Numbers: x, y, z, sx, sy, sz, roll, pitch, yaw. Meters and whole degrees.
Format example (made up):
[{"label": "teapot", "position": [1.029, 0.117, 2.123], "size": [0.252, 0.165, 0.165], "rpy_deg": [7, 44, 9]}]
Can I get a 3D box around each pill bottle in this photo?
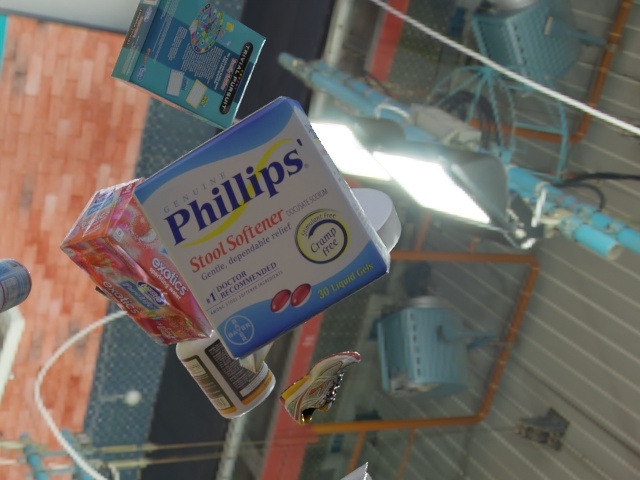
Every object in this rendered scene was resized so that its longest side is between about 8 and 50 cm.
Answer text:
[{"label": "pill bottle", "position": [-0.560, 0.086, 1.581], "size": [0.160, 0.087, 0.087], "rpy_deg": [-43, 144, -76]}, {"label": "pill bottle", "position": [-0.245, 0.275, 2.251], "size": [0.162, 0.162, 0.278], "rpy_deg": [-14, -66, 56]}]

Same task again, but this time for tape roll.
[{"label": "tape roll", "position": [0.000, 0.000, 2.216], "size": [0.392, 0.392, 0.072], "rpy_deg": [19, -43, 56]}]

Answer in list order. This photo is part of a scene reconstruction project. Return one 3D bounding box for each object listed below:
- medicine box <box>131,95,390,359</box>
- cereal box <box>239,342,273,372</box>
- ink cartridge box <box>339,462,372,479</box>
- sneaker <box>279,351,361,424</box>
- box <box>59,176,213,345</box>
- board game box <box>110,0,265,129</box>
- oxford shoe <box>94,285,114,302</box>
[{"label": "medicine box", "position": [-0.080, -0.021, 1.378], "size": [0.289, 0.263, 0.149], "rpy_deg": [59, 7, -3]}, {"label": "cereal box", "position": [-0.116, 0.156, 1.948], "size": [0.173, 0.047, 0.240], "rpy_deg": [-60, 168, -24]}, {"label": "ink cartridge box", "position": [0.006, 0.666, 2.287], "size": [0.066, 0.296, 0.261], "rpy_deg": [57, 3, 6]}, {"label": "sneaker", "position": [0.013, 0.325, 2.090], "size": [0.225, 0.088, 0.092], "rpy_deg": [-45, -116, 25]}, {"label": "box", "position": [-0.315, 0.045, 1.768], "size": [0.142, 0.300, 0.154], "rpy_deg": [-12, -140, 36]}, {"label": "board game box", "position": [-0.309, -0.440, 2.247], "size": [0.079, 0.336, 0.253], "rpy_deg": [21, -91, 41]}, {"label": "oxford shoe", "position": [-0.447, 0.016, 2.051], "size": [0.130, 0.133, 0.363], "rpy_deg": [-66, -153, 18]}]
